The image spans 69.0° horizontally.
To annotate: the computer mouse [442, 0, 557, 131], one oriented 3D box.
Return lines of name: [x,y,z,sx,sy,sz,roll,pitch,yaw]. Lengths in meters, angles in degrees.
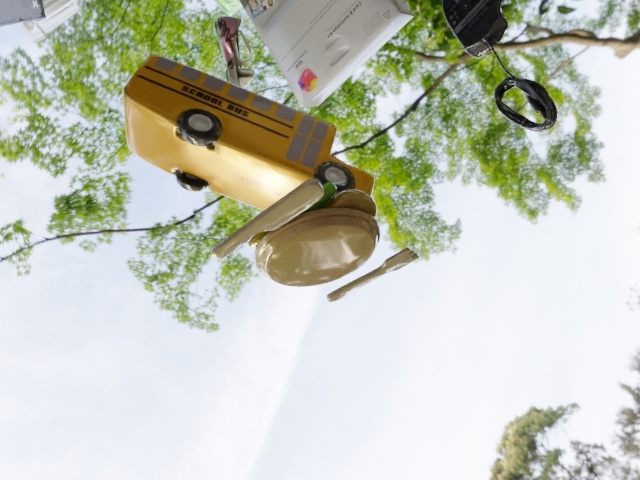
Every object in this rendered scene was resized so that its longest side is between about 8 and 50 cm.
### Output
computer mouse: [0.222,-0.234,0.575,0.041,0.071,0.242,-5,-113,-41]

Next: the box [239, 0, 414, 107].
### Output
box: [-0.011,-0.260,0.485,0.038,0.145,0.186,-23,-98,-52]

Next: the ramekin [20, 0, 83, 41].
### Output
ramekin: [-0.571,-0.535,0.880,0.127,0.273,0.273,-33,-70,-12]

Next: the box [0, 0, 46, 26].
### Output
box: [-0.533,-0.431,0.546,0.179,0.312,0.343,4,-60,2]

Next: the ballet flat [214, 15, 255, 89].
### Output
ballet flat: [-0.205,-0.439,1.154,0.079,0.077,0.221,-1,-47,1]

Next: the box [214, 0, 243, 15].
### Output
box: [-0.142,-0.469,0.613,0.322,0.232,0.058,36,-125,-50]

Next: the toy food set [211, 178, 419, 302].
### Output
toy food set: [0.000,0.000,0.442,0.192,0.132,0.038,30,-144,-49]

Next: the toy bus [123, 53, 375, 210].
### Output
toy bus: [-0.092,-0.122,0.635,0.333,0.108,0.130,20,-127,-6]
